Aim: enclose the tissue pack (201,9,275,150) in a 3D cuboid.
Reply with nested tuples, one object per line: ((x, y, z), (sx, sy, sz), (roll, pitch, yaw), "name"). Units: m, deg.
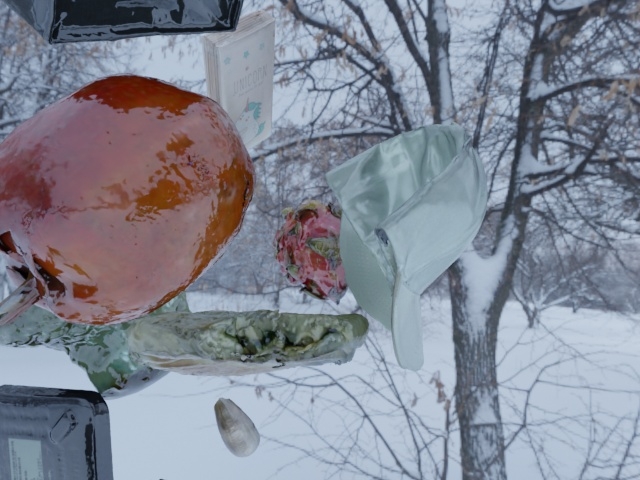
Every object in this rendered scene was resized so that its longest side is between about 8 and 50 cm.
((-0.182, -0.342, 1.022), (0.071, 0.170, 0.325), (39, -30, 17), "tissue pack")

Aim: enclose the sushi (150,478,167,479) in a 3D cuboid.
((-0.271, 0.463, 0.629), (0.140, 0.184, 0.274), (27, -2, 25), "sushi")

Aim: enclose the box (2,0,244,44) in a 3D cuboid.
((-0.195, -0.395, 0.421), (0.204, 0.345, 0.251), (40, 41, 13), "box")

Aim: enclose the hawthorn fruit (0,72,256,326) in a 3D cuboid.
((-0.191, -0.017, 0.398), (0.212, 0.299, 0.211), (15, -41, 14), "hawthorn fruit")

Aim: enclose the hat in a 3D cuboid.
((0.124, 0.014, 0.568), (0.168, 0.301, 0.258), (-13, 22, -6), "hat")

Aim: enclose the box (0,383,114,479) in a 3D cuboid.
((-0.513, 0.422, 0.823), (0.289, 0.289, 0.073), (-2, 1, 17), "box")

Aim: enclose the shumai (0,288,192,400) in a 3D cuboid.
((-0.425, 0.152, 0.940), (0.397, 0.323, 0.324), (-45, 12, -36), "shumai")

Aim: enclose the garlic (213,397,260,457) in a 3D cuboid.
((-0.210, 0.505, 1.160), (0.087, 0.195, 0.101), (-32, 31, -15), "garlic")

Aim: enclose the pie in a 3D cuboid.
((-0.097, 0.145, 0.618), (0.338, 0.075, 0.337), (-3, -20, -1), "pie")

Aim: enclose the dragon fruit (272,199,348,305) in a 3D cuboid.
((0.000, 0.000, 1.240), (0.263, 0.296, 0.314), (29, 5, 5), "dragon fruit")
